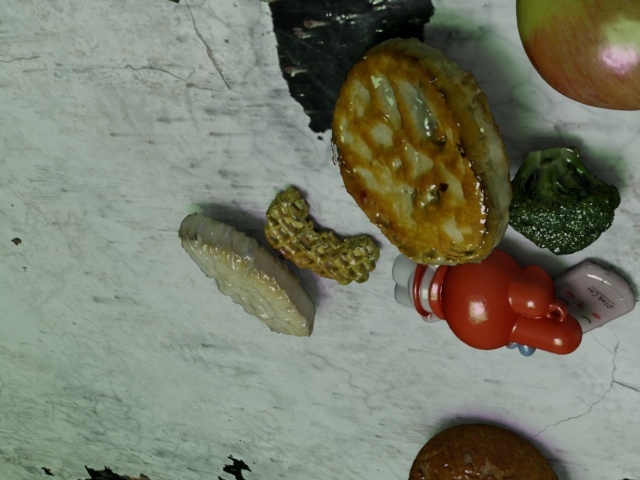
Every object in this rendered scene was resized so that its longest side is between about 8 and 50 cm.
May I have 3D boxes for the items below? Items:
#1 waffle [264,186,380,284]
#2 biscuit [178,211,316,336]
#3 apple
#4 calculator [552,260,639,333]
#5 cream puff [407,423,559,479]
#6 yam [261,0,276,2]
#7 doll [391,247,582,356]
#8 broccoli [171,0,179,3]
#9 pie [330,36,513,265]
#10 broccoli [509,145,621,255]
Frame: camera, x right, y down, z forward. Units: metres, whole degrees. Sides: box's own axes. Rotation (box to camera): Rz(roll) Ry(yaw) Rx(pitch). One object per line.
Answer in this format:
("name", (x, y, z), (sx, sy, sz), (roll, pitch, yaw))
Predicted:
("waffle", (-0.002, 0.002, 1.725), (0.194, 0.051, 0.149), (27, 144, 7))
("biscuit", (-0.109, 0.063, 1.801), (0.281, 0.084, 0.179), (44, 160, -18))
("apple", (0.321, -0.238, 1.083), (0.260, 0.261, 0.194), (-13, 113, 42))
("calculator", (0.373, 0.088, 1.580), (0.100, 0.032, 0.175), (39, 143, -9))
("cream puff", (0.280, 0.468, 1.925), (0.303, 0.212, 0.303), (20, 137, 20))
("yam", (-0.039, -0.345, 1.301), (0.084, 0.127, 0.084), (21, 145, 15))
("doll", (0.239, 0.085, 1.584), (0.290, 0.130, 0.161), (13, 124, 32))
("broccoli", (-0.164, -0.360, 1.342), (0.167, 0.160, 0.155), (8, 140, 0))
("pie", (0.130, -0.114, 1.403), (0.315, 0.092, 0.315), (40, 143, 39))
("broccoli", (0.298, -0.049, 1.402), (0.162, 0.146, 0.138), (-6, 91, 23))
